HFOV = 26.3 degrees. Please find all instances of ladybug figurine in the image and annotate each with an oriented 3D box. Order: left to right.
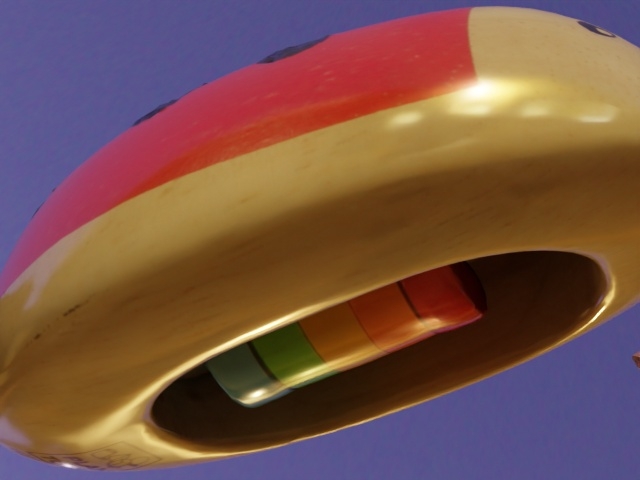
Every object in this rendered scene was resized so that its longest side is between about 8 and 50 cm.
[{"bbox_3d":[0.000,0.000,0.769,0.449,0.305,0.162,-21,-114,11],"label":"ladybug figurine"}]

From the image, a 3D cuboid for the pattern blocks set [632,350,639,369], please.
[{"bbox_3d":[0.174,0.194,0.608,0.026,0.285,0.325,7,-81,48],"label":"pattern blocks set"}]
